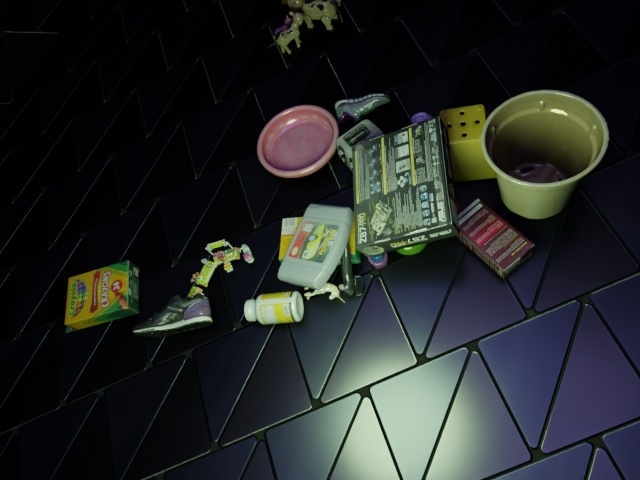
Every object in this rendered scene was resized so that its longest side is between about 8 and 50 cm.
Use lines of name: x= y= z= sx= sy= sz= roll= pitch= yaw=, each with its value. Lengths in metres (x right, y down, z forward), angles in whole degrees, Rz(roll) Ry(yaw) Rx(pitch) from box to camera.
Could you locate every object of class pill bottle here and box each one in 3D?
pill bottle: x=-0.156 y=0.228 z=1.773 sx=0.184 sy=0.103 sz=0.103 roll=-7 pitch=62 yaw=15

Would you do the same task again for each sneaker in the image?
sneaker: x=-0.525 y=0.264 z=1.874 sx=0.283 sy=0.107 sz=0.124 roll=-12 pitch=68 yaw=1
sneaker: x=0.169 y=-0.510 z=2.072 sx=0.224 sy=0.083 sz=0.098 roll=-6 pitch=83 yaw=20

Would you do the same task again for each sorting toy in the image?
sorting toy: x=0.307 y=-0.046 z=1.749 sx=0.366 sy=0.126 sz=0.127 roll=-34 pitch=59 yaw=-2

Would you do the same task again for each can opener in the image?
can opener: x=0.090 y=0.099 z=1.744 sx=0.073 sy=0.186 sz=0.059 roll=-16 pitch=10 yaw=-26

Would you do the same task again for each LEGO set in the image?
LEGO set: x=-0.392 y=0.088 z=1.919 sx=0.287 sy=0.107 sz=0.132 roll=-35 pitch=59 yaw=-2

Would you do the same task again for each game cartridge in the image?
game cartridge: x=-0.009 y=0.014 z=1.739 sx=0.196 sy=0.060 sz=0.294 roll=10 pitch=69 yaw=37

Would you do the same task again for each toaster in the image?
toaster: x=0.171 y=-0.334 z=1.949 sx=0.186 sy=0.110 sz=0.168 roll=-35 pitch=60 yaw=-2

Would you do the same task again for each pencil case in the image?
pencil case: x=0.365 y=-0.367 z=1.920 sx=0.088 sy=0.086 sz=0.206 roll=-27 pitch=48 yaw=47

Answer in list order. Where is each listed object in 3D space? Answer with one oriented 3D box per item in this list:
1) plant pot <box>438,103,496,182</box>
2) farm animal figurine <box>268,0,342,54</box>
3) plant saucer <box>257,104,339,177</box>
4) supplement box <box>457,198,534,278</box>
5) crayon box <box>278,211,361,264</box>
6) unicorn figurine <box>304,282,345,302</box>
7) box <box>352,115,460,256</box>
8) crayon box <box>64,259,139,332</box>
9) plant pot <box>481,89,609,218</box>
plant pot: x=0.493 y=-0.340 z=1.802 sx=0.212 sy=0.187 sz=0.212 roll=-5 pitch=63 yaw=15
farm animal figurine: x=-0.068 y=-1.004 z=2.332 sx=0.327 sy=0.172 sz=0.330 roll=-2 pitch=64 yaw=17
plant saucer: x=-0.082 y=-0.377 z=2.069 sx=0.332 sy=0.084 sz=0.332 roll=-7 pitch=62 yaw=14
supplement box: x=0.542 y=-0.008 z=1.682 sx=0.130 sy=0.073 sz=0.239 roll=-39 pitch=58 yaw=-3
crayon box: x=0.000 y=0.000 z=1.851 sx=0.279 sy=0.081 sz=0.165 roll=-4 pitch=63 yaw=16
unicorn figurine: x=-0.003 y=0.156 z=1.784 sx=0.111 sy=0.060 sz=0.162 roll=-27 pitch=59 yaw=4
box: x=0.259 y=-0.170 z=1.678 sx=0.318 sy=0.097 sz=0.394 roll=-15 pitch=60 yaw=27
crayon box: x=-0.855 y=0.217 z=2.021 sx=0.319 sy=0.081 sz=0.202 roll=-17 pitch=61 yaw=10
plant pot: x=0.669 y=-0.231 z=1.618 sx=0.334 sy=0.305 sz=0.333 roll=-8 pitch=63 yaw=15
